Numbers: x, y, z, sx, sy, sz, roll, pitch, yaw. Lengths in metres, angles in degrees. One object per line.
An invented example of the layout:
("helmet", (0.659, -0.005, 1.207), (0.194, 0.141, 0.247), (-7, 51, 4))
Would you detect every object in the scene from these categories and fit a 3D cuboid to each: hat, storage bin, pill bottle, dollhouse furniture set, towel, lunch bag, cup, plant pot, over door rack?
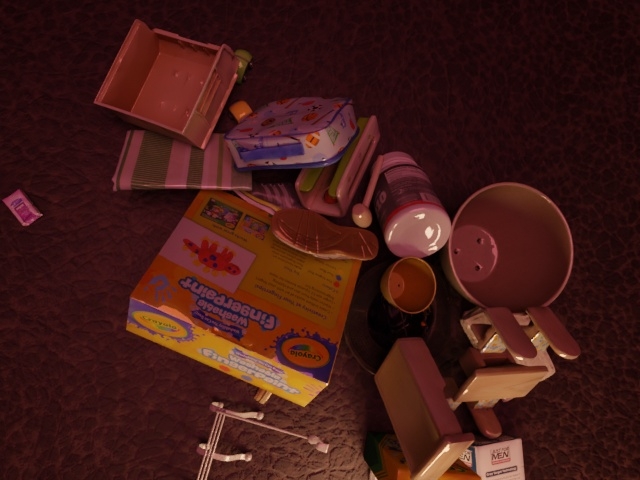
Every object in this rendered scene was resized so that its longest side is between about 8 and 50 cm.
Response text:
("hat", (0.188, 0.197, 1.286), (0.331, 0.134, 0.332), (1, 88, -23))
("storage bin", (-0.375, -0.397, 1.207), (0.262, 0.123, 0.261), (21, 83, 15))
("pill bottle", (0.216, -0.100, 1.232), (0.161, 0.283, 0.161), (-4, 129, -5))
("dollhouse furniture set", (0.365, 0.369, 1.109), (0.394, 0.362, 0.257), (3, 40, -22))
("towel", (-0.338, -0.201, 1.214), (0.324, 0.038, 0.248), (0, 43, -9))
("towel", (0.534, 0.298, 1.374), (0.187, 0.049, 0.282), (-26, 91, -9))
("lunch bag", (-0.074, -0.251, 1.151), (0.303, 0.243, 0.115), (-1, 127, 25))
("cup", (0.454, 0.029, 1.286), (0.330, 0.237, 0.331), (1, 85, -8))
("plant pot", (0.199, 0.109, 1.173), (0.134, 0.095, 0.134), (2, 84, -24))
("over door rack", (-0.157, 0.567, 1.200), (0.324, 0.108, 0.240), (14, 83, 13))

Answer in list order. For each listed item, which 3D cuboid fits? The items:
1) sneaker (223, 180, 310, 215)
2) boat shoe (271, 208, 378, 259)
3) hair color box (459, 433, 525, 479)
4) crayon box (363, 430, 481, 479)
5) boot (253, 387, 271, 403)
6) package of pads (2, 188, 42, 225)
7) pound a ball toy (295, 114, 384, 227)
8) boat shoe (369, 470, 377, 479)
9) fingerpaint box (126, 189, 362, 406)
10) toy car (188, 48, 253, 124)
("sneaker", (-0.137, -0.115, 1.285), (0.299, 0.111, 0.121), (30, 71, -11))
("boat shoe", (0.000, 0.000, 1.142), (0.277, 0.096, 0.098), (17, 72, -23))
("hair color box", (0.447, 0.702, 1.262), (0.173, 0.105, 0.348), (4, 79, -28))
("crayon box", (0.245, 0.562, 1.166), (0.203, 0.323, 0.083), (9, 85, -8))
("boot", (-0.179, 0.266, 1.237), (0.203, 0.095, 0.262), (21, 76, -8))
("package of pads", (-0.754, -0.083, 1.212), (0.050, 0.032, 0.083), (-38, 92, -7))
("pound a ball toy", (0.081, -0.171, 1.239), (0.208, 0.136, 0.319), (13, 62, 22))
("boat shoe", (0.172, 0.695, 1.276), (0.066, 0.063, 0.184), (-4, 86, -9))
("fingerpaint box", (-0.161, 0.121, 1.143), (0.444, 0.163, 0.371), (25, 49, -6))
("toy car", (-0.249, -0.428, 1.307), (0.239, 0.053, 0.225), (23, 83, -6))
